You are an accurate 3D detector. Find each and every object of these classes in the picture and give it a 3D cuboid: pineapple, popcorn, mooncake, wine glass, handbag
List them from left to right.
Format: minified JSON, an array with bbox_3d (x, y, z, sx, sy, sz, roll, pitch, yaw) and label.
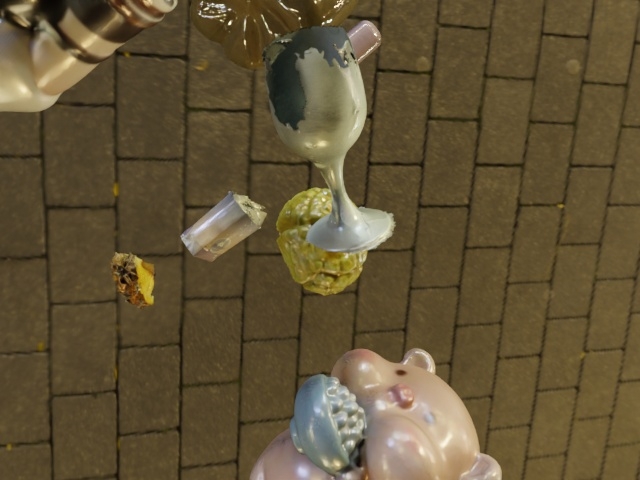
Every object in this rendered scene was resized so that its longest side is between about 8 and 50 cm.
[{"bbox_3d":[-0.318,0.052,1.227,0.077,0.114,0.114,-33,150,-17],"label":"pineapple"},{"bbox_3d":[-0.203,-0.033,1.544,0.173,0.117,0.095,-36,77,4],"label":"handbag"},{"bbox_3d":[-0.118,-0.543,1.525,0.378,0.379,0.200,55,47,-24],"label":"mooncake"},{"bbox_3d":[0.000,0.000,1.859,0.224,0.270,0.257,-16,135,-31],"label":"popcorn"},{"bbox_3d":[0.012,-0.137,1.029,0.144,0.143,0.321,-23,120,-11],"label":"wine glass"}]

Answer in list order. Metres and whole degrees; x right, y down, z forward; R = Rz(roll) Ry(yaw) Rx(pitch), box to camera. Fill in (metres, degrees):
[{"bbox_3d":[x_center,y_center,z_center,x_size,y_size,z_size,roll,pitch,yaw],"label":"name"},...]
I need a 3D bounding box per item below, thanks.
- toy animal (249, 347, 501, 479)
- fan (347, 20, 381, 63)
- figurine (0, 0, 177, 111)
[{"bbox_3d":[0.052,0.252,0.812,0.230,0.210,0.221,6,120,-30],"label":"toy animal"},{"bbox_3d":[0.024,-0.343,1.425,0.244,0.074,0.130,-42,102,-16],"label":"fan"},{"bbox_3d":[-0.251,-0.262,0.601,0.320,0.323,0.196,1,142,-10],"label":"figurine"}]
